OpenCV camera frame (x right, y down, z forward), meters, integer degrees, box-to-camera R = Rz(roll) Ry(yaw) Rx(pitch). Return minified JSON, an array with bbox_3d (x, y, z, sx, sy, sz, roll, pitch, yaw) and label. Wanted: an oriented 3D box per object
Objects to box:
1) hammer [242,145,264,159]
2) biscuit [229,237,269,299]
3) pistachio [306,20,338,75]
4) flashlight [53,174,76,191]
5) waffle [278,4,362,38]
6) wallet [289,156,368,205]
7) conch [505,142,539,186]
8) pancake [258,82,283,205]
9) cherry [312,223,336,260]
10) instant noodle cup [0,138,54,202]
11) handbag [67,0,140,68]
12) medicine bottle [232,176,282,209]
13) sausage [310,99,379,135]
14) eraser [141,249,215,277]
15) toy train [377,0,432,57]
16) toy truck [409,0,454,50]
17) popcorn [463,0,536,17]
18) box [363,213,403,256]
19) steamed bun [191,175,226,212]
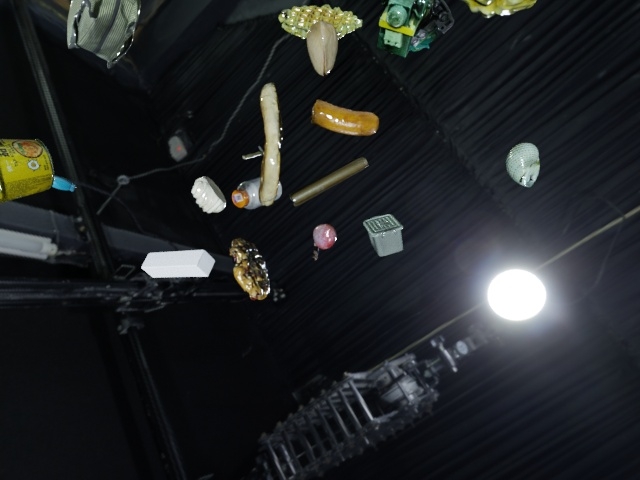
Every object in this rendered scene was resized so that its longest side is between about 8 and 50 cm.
[{"bbox_3d":[-0.303,-0.391,2.055,0.062,0.013,0.199,55,-154,-3],"label":"hammer"},{"bbox_3d":[-0.308,0.121,2.059,0.289,0.081,0.334,60,-170,-22],"label":"biscuit"},{"bbox_3d":[0.009,-0.672,1.588,0.126,0.108,0.185,-104,6,-46],"label":"pistachio"},{"bbox_3d":[-0.905,-0.199,1.543,0.129,0.051,0.051,24,-152,-30],"label":"flashlight"},{"bbox_3d":[-0.002,-0.894,1.864,0.297,0.317,0.073,44,147,32],"label":"waffle"},{"bbox_3d":[0.017,-0.145,1.102,0.031,0.198,0.110,61,180,-12],"label":"wallet"},{"bbox_3d":[0.897,-0.337,2.033,0.131,0.199,0.172,19,168,36],"label":"conch"},{"bbox_3d":[-0.136,-0.252,1.228,0.065,0.355,0.356,5,-153,-6],"label":"pancake"},{"bbox_3d":[0.000,0.000,1.939,0.090,0.225,0.107,-22,-105,-33],"label":"cherry"},{"bbox_3d":[-0.813,-0.191,1.203,0.144,0.182,0.182,-24,-106,-49],"label":"instant noodle cup"},{"bbox_3d":[-0.911,-0.912,1.901,0.247,0.341,0.240,20,-129,-39],"label":"handbag"},{"bbox_3d":[-0.356,-0.264,2.510,0.157,0.157,0.289,53,-141,6],"label":"medicine bottle"},{"bbox_3d":[0.097,-0.471,1.769,0.271,0.108,0.109,11,-155,-6],"label":"sausage"},{"bbox_3d":[-0.558,0.093,1.771,0.078,0.298,0.076,55,-138,-43],"label":"eraser"},{"bbox_3d":[0.300,-0.802,1.497,0.160,0.396,0.253,22,157,7],"label":"toy train"},{"bbox_3d":[0.449,-0.885,1.902,0.116,0.216,0.110,23,-140,-51],"label":"toy truck"},{"bbox_3d":[0.375,-0.640,0.935,0.274,0.279,0.335,-12,-85,-72],"label":"popcorn"},{"bbox_3d":[0.321,-0.026,2.274,0.243,0.163,0.134,-113,8,-69],"label":"box"},{"bbox_3d":[-0.498,-0.195,1.994,0.182,0.106,0.183,54,-177,-4],"label":"steamed bun"}]
